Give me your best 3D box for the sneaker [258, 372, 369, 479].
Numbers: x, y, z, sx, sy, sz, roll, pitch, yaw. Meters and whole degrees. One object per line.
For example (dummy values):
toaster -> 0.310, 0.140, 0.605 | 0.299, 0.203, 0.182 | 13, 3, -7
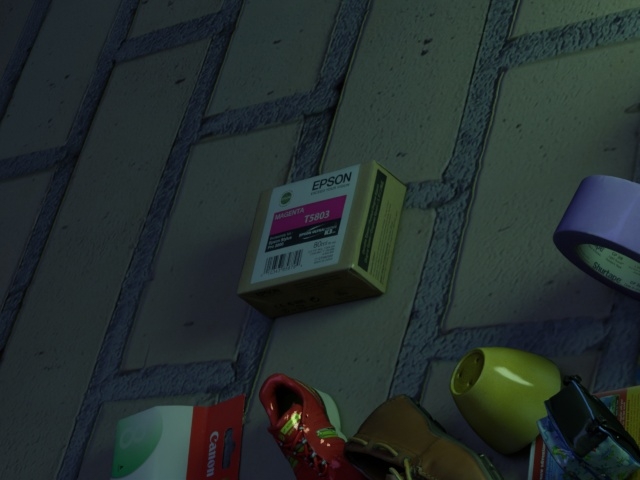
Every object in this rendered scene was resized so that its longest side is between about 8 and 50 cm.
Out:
sneaker -> -0.018, 0.283, 2.111 | 0.107, 0.118, 0.279 | -46, 38, 8

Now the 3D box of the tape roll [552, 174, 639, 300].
tape roll -> 0.381, 0.004, 1.882 | 0.189, 0.189, 0.080 | 15, 70, 50

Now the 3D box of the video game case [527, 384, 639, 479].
video game case -> 0.368, 0.262, 1.819 | 0.285, 0.025, 0.204 | -16, 50, 36

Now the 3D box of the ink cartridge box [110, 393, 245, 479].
ink cartridge box -> -0.219, 0.326, 2.333 | 0.225, 0.056, 0.181 | -25, 45, 32

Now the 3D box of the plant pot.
plant pot -> 0.218, 0.186, 1.945 | 0.134, 0.095, 0.134 | -45, 27, 30

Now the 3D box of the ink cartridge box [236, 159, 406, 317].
ink cartridge box -> 0.000, 0.000, 2.349 | 0.235, 0.088, 0.193 | -15, 51, 38

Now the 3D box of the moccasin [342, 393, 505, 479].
moccasin -> 0.134, 0.306, 1.884 | 0.147, 0.139, 0.380 | -35, 32, -10

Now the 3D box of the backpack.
backpack -> 0.308, 0.231, 1.791 | 0.084, 0.114, 0.105 | -42, 36, 13
